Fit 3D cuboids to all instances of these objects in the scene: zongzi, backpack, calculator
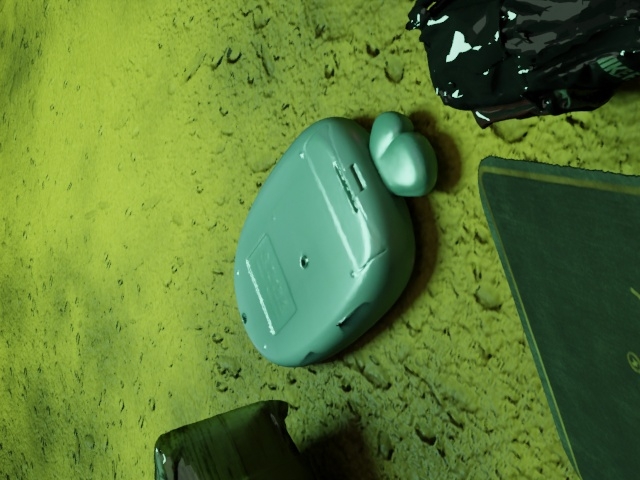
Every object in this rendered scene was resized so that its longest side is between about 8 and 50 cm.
[{"bbox_3d":[-0.066,0.322,0.771,0.274,0.145,0.300,64,153,22],"label":"zongzi"},{"bbox_3d":[0.147,-0.126,0.477,0.165,0.120,0.105,1,113,53],"label":"backpack"},{"bbox_3d":[0.000,0.000,0.726,0.299,0.041,0.185,-48,54,43],"label":"calculator"}]

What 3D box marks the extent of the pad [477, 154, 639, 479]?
[{"bbox_3d":[0.158,0.126,0.349,0.375,0.063,0.315,-144,31,-76],"label":"pad"}]
